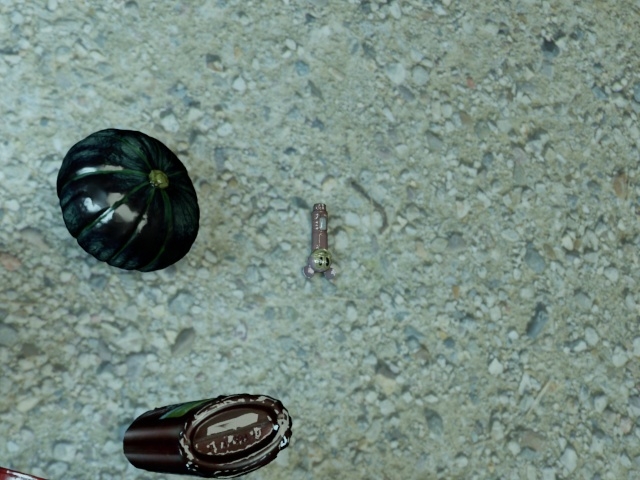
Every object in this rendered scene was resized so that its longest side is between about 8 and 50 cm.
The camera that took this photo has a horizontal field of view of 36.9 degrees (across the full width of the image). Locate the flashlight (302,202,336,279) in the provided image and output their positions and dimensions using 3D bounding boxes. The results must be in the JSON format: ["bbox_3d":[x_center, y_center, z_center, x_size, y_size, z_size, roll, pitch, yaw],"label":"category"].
[{"bbox_3d":[0.000,0.000,1.374,0.052,0.031,0.110,5,77,-23],"label":"flashlight"}]

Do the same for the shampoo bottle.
[{"bbox_3d":[-0.148,0.223,1.097,0.129,0.323,0.084,-14,85,-25],"label":"shampoo bottle"}]

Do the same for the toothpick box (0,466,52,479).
[{"bbox_3d":[-0.341,0.425,1.034,0.204,0.204,0.333,22,71,-19],"label":"toothpick box"}]

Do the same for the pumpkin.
[{"bbox_3d":[-0.239,-0.052,1.212,0.194,0.150,0.194,5,81,-34],"label":"pumpkin"}]
